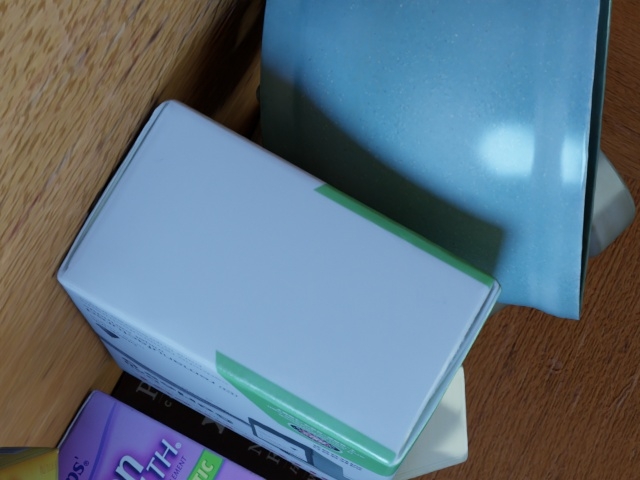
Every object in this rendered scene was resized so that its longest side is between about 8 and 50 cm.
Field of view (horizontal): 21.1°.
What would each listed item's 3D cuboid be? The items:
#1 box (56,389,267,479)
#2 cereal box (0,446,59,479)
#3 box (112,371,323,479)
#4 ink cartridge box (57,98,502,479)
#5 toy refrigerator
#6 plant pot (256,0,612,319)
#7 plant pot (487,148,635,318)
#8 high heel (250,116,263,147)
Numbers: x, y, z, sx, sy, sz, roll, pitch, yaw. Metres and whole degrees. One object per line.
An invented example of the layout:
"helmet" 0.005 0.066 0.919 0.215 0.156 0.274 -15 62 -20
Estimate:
"box" -0.077 0.234 1.204 0.117 0.243 0.213 -62 174 -20
"cereal box" -0.167 0.227 0.826 0.173 0.047 0.240 1 87 -83
"box" -0.024 0.106 1.308 0.168 0.203 0.167 -62 174 -12
"ink cartridge box" -0.022 0.052 1.032 0.121 0.211 0.289 -60 173 -12
"toy refrigerator" 0.031 0.103 1.560 0.269 0.094 0.102 -131 -149 -56
"plant pot" 0.073 -0.106 1.044 0.293 0.196 0.293 5 90 -79
"plant pot" 0.147 -0.034 1.967 0.280 0.323 0.323 -46 172 -6
"high heel" 0.032 -0.038 1.241 0.093 0.186 0.261 -67 173 23
